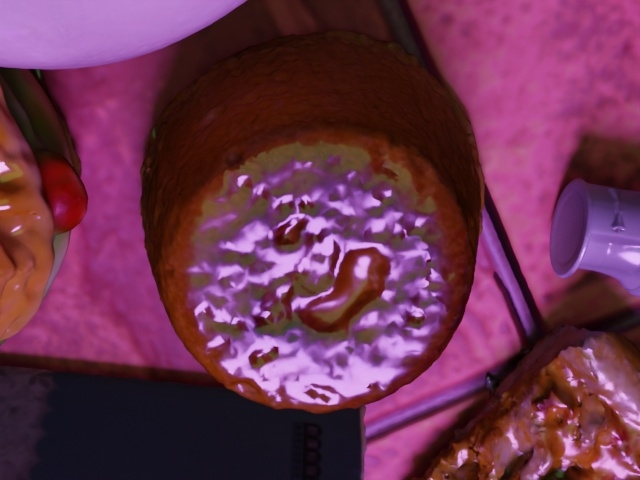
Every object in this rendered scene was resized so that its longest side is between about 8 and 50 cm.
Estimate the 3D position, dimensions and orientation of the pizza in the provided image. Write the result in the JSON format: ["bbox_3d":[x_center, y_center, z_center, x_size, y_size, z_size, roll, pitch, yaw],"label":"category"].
[{"bbox_3d":[0.133,0.210,0.704,0.226,0.086,0.335,-4,109,-2],"label":"pizza"}]

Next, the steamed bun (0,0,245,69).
[{"bbox_3d":[-0.116,-0.201,0.484,0.309,0.309,0.309,-1,107,-2],"label":"steamed bun"}]

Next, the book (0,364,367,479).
[{"bbox_3d":[-0.163,0.175,0.600,0.379,0.264,0.031,5,135,-5],"label":"book"}]

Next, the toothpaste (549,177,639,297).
[{"bbox_3d":[0.267,0.010,0.667,0.266,0.061,0.096,7,106,-11],"label":"toothpaste"}]

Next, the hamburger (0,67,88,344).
[{"bbox_3d":[-0.232,-0.018,0.576,0.237,0.149,0.237,-1,102,-3],"label":"hamburger"}]

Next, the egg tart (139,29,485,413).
[{"bbox_3d":[0.000,0.000,0.599,0.202,0.147,0.202,-1,109,-4],"label":"egg tart"}]
